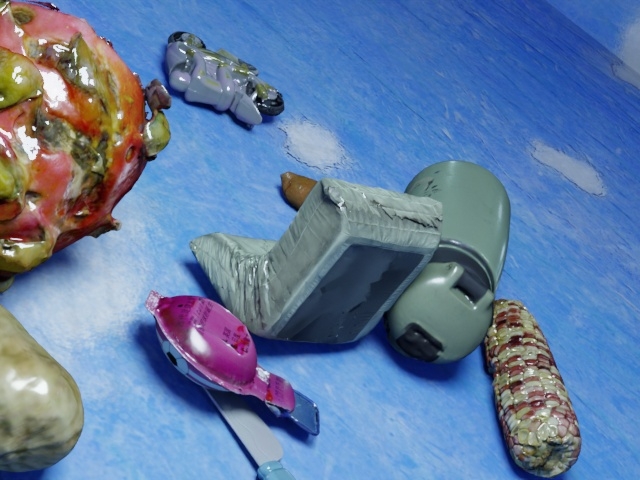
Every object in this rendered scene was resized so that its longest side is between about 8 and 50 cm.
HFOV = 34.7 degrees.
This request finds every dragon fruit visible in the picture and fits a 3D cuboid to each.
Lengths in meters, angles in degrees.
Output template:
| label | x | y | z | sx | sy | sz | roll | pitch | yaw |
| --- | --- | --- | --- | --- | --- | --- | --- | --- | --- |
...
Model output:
| label | x | y | z | sx | sy | sz | roll | pitch | yaw |
| --- | --- | --- | --- | --- | --- | --- | --- | --- | --- |
| dragon fruit | -0.348 | -0.063 | 1.064 | 0.296 | 0.314 | 0.262 | 41 | 43 | -30 |

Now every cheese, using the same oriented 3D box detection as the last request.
| label | x | y | z | sx | sy | sz | roll | pitch | yaw |
| --- | --- | --- | --- | --- | --- | --- | --- | --- | --- |
| cheese | -0.098 | 0.137 | 1.146 | 0.244 | 0.062 | 0.155 | 38 | 15 | -13 |

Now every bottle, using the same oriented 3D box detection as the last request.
| label | x | y | z | sx | sy | sz | roll | pitch | yaw |
| --- | --- | --- | --- | --- | --- | --- | --- | --- | --- |
| bottle | 0.172 | 0.030 | 1.409 | 0.168 | 0.168 | 0.347 | 29 | 32 | -4 |

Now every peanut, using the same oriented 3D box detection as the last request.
| label | x | y | z | sx | sy | sz | roll | pitch | yaw |
| --- | --- | --- | --- | --- | --- | --- | --- | --- | --- |
| peanut | -0.329 | 0.117 | 0.941 | 0.253 | 0.122 | 0.137 | 40 | 43 | 17 |

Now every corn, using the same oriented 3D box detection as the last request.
| label | x | y | z | sx | sy | sz | roll | pitch | yaw |
| --- | --- | --- | --- | --- | --- | --- | --- | --- | --- |
| corn | 0.270 | 0.186 | 1.357 | 0.098 | 0.098 | 0.289 | 19 | 32 | -18 |

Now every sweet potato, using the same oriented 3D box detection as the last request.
| label | x | y | z | sx | sy | sz | roll | pitch | yaw |
| --- | --- | --- | --- | --- | --- | --- | --- | --- | --- |
| sweet potato | 0.020 | -0.039 | 1.490 | 0.195 | 0.056 | 0.056 | 36 | 33 | 1 |

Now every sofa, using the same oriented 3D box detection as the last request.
| label | x | y | z | sx | sy | sz | roll | pitch | yaw |
| --- | --- | --- | --- | --- | --- | --- | --- | --- | --- |
| sofa | 0.000 | 0.000 | 1.243 | 0.210 | 0.225 | 0.176 | 6 | 39 | -45 |

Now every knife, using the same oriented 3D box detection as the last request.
| label | x | y | z | sx | sy | sz | roll | pitch | yaw |
| --- | --- | --- | --- | --- | --- | --- | --- | --- | --- |
| knife | -0.062 | 0.228 | 1.101 | 0.058 | 0.032 | 0.244 | 0 | 39 | -42 |

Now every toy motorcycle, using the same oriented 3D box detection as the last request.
| label | x | y | z | sx | sy | sz | roll | pitch | yaw |
| --- | --- | --- | --- | --- | --- | --- | --- | --- | --- |
| toy motorcycle | -0.169 | -0.252 | 1.599 | 0.225 | 0.073 | 0.152 | 36 | 35 | 10 |
